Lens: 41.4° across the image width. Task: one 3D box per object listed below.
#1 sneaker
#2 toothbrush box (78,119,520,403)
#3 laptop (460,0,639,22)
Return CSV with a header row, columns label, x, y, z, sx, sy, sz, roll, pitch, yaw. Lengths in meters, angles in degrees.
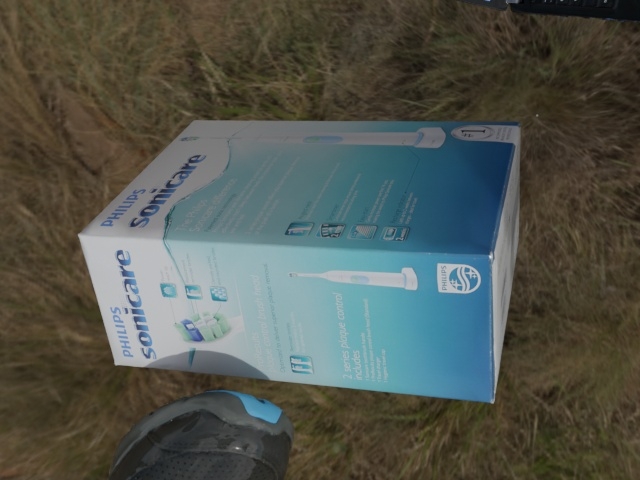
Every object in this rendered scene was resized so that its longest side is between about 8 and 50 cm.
label,x,y,z,sx,sy,sz,roll,pitch,yaw
sneaker,-0.125,0.251,0.613,0.125,0.140,0.341,26,115,-26
toothbrush box,0.000,0.000,0.668,0.295,0.216,0.126,3,121,15
laptop,0.195,-0.326,0.741,0.264,0.136,0.234,17,101,37
